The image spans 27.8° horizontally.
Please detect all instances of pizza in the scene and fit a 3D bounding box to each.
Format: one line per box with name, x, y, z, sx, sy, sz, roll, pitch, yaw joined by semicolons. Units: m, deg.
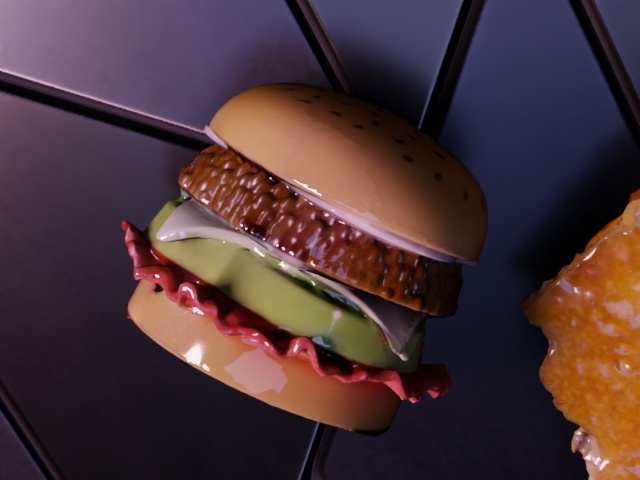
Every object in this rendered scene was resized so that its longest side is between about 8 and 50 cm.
pizza;0.206;0.077;0.668;0.182;0.074;0.365;-13;108;4

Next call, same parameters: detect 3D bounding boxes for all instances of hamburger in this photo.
hamburger;0.001;0.000;0.608;0.175;0.175;0.137;27;96;-7
